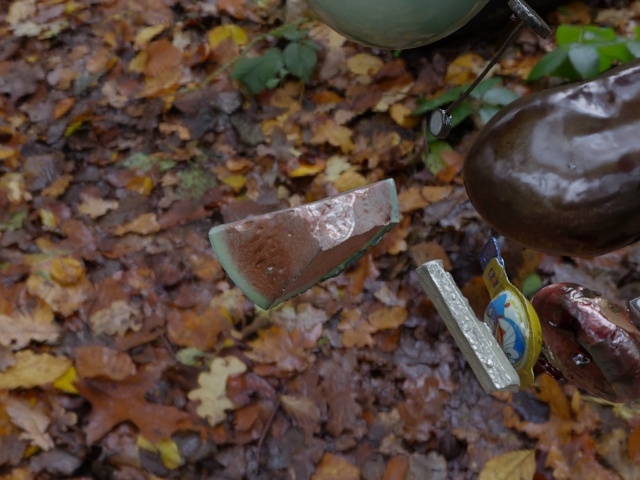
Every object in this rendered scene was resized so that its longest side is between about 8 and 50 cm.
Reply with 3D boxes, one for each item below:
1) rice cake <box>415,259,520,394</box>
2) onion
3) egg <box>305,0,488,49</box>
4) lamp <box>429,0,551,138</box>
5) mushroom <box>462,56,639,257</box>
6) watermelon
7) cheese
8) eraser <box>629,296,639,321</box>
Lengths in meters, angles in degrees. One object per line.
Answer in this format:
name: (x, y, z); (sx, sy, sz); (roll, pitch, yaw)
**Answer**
rice cake: (0.242, 0.140, 1.222); (0.057, 0.052, 0.256); (-6, 57, -39)
onion: (0.529, 0.182, 1.432); (0.195, 0.272, 0.272); (-42, 53, -14)
egg: (0.058, -0.238, 0.514); (0.168, 0.168, 0.231); (6, 61, 11)
lamp: (0.369, -0.349, 1.607); (0.108, 0.371, 0.130); (3, 45, -24)
mushroom: (0.231, -0.040, 0.627); (0.227, 0.217, 0.148); (-12, 67, 3)
watermelon: (0.000, 0.000, 1.142); (0.318, 0.226, 0.148); (-18, 88, -18)
cheese: (0.330, 0.128, 1.318); (0.069, 0.177, 0.270); (-5, 64, -9)
eraser: (0.507, 0.121, 1.084); (0.052, 0.029, 0.122); (-25, 32, 3)
